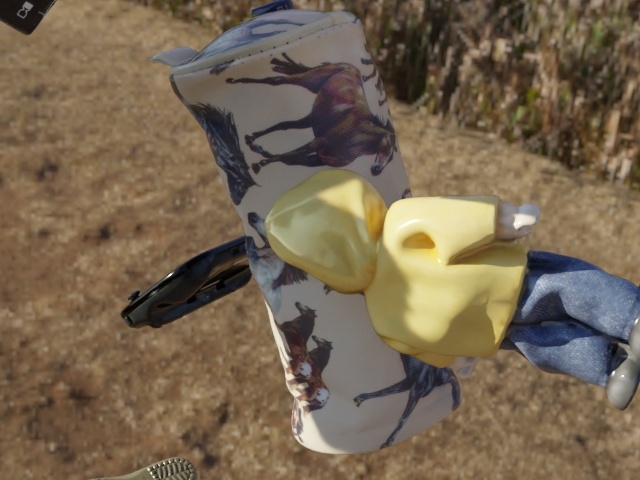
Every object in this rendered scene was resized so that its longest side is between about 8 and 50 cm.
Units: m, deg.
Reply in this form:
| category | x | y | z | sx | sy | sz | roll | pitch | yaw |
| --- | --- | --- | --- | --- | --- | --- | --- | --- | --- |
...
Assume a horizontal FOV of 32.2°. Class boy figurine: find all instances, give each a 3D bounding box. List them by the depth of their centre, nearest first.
| category | x | y | z | sx | sy | sz | roll | pitch | yaw |
| --- | --- | --- | --- | --- | --- | --- | --- | --- | --- |
| boy figurine | 0.098 | 0.032 | 0.794 | 0.285 | 0.177 | 0.092 | 18 | 46 | 13 |

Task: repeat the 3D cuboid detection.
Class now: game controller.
| category | x | y | z | sx | sy | sz | roll | pitch | yaw |
| --- | --- | --- | --- | --- | --- | --- | --- | --- | --- |
| game controller | -0.159 | 0.044 | 1.616 | 0.067 | 0.166 | 0.319 | 48 | 25 | 7 |

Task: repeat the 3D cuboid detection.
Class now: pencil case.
| category | x | y | z | sx | sy | sz | roll | pitch | yaw |
| --- | --- | --- | --- | --- | --- | --- | --- | --- | --- |
| pencil case | 0.000 | 0.000 | 0.977 | 0.184 | 0.410 | 0.160 | 4 | 30 | 44 |

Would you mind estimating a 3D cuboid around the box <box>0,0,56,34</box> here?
| category | x | y | z | sx | sy | sz | roll | pitch | yaw |
| --- | --- | --- | --- | --- | --- | --- | --- | --- | --- |
| box | -0.189 | -0.240 | 0.684 | 0.093 | 0.156 | 0.158 | 28 | 20 | -41 |

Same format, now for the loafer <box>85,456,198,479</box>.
| category | x | y | z | sx | sy | sz | roll | pitch | yaw |
| --- | --- | --- | --- | --- | --- | --- | --- | --- | --- |
| loafer | -0.185 | 0.251 | 1.042 | 0.148 | 0.050 | 0.056 | -13 | 42 | -11 |
